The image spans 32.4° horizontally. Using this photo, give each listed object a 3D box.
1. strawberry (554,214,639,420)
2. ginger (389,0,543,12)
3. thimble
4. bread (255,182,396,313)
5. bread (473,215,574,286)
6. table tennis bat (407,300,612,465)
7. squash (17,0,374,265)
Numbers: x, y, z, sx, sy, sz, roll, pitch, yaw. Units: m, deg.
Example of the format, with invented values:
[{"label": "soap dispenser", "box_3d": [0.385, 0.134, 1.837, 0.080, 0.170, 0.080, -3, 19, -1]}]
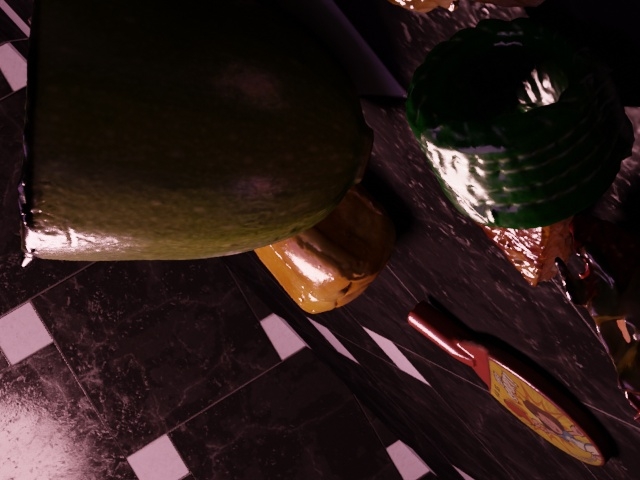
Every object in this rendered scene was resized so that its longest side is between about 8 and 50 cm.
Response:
[{"label": "strawberry", "box_3d": [0.239, 0.046, 0.811, 0.167, 0.087, 0.208, 64, -165, -2]}, {"label": "ginger", "box_3d": [0.084, -0.162, 0.653, 0.137, 0.044, 0.057, 19, 124, 54]}, {"label": "thimble", "box_3d": [0.120, -0.072, 0.667, 0.130, 0.118, 0.090, 1, 139, 35]}, {"label": "bread", "box_3d": [0.000, 0.000, 1.368, 0.167, 0.132, 0.294, 51, 171, 2]}, {"label": "bread", "box_3d": [0.142, -0.039, 0.872, 0.136, 0.054, 0.154, 38, 163, 24]}, {"label": "table tennis bat", "box_3d": [0.242, 0.179, 1.408, 0.310, 0.038, 0.200, 36, 166, 23]}, {"label": "squash", "box_3d": [-0.111, -0.126, 1.011, 0.309, 0.310, 0.310, 2, 178, -13]}]
